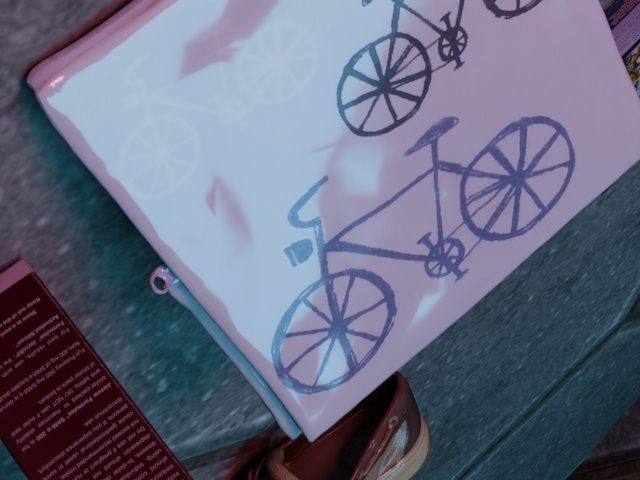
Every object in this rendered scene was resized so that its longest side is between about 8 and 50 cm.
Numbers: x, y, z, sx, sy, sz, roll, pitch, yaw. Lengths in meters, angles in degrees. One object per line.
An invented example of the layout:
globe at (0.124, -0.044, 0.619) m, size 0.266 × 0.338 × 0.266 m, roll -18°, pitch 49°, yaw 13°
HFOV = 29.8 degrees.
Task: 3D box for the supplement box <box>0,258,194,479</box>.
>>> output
supplement box at (-0.119, 0.137, 0.689) m, size 0.073 × 0.239 × 0.130 m, roll -37°, pitch 155°, yaw -14°

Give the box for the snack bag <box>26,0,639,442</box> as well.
snack bag at (0.031, -0.070, 0.709) m, size 0.323 × 0.037 × 0.342 m, roll -40°, pitch 131°, yaw -5°

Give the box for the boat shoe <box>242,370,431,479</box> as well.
boat shoe at (-0.035, 0.250, 1.171) m, size 0.342 × 0.123 × 0.123 m, roll -35°, pitch 141°, yaw -17°

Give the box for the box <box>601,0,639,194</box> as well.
box at (0.283, -0.142, 1.093) m, size 0.159 × 0.044 × 0.233 m, roll -46°, pitch 156°, yaw 4°
